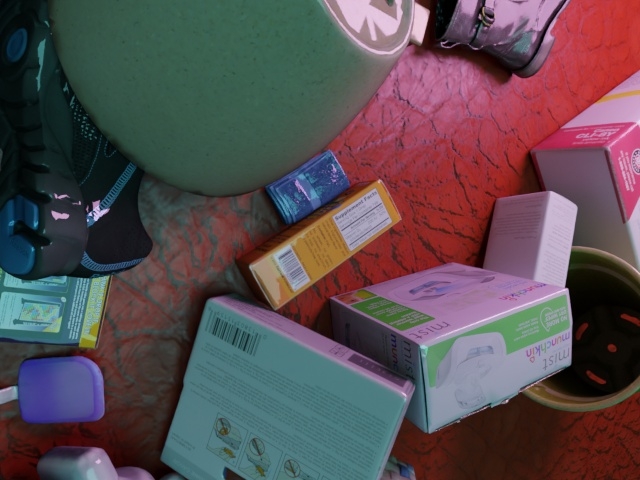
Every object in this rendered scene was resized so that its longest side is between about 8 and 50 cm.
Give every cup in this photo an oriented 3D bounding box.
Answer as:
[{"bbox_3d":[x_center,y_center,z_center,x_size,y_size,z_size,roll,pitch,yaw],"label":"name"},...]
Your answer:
[{"bbox_3d":[-0.050,-0.223,0.457,0.331,0.237,0.331,7,81,-47],"label":"cup"}]

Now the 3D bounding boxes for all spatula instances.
[{"bbox_3d":[-0.404,0.183,0.508,0.296,0.030,0.084,-1,96,-26],"label":"spatula"}]

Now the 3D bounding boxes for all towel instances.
[{"bbox_3d":[-0.016,-0.077,0.662,0.119,0.029,0.067,-34,97,-19],"label":"towel"}]

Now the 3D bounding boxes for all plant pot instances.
[{"bbox_3d":[0.499,0.179,0.845,0.254,0.276,0.276,23,86,-38],"label":"plant pot"}]

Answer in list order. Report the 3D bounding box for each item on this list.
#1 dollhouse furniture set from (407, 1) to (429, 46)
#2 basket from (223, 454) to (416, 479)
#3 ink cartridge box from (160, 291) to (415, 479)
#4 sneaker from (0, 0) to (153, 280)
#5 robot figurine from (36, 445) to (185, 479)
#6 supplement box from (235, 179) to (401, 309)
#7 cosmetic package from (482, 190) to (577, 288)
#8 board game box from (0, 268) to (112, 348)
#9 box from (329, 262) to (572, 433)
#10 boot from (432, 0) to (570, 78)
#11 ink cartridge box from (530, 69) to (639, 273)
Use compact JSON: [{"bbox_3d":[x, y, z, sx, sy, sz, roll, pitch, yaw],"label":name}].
[{"bbox_3d":[0.096,-0.391,0.645,0.182,0.101,0.161,14,90,-27],"label":"dollhouse furniture set"},{"bbox_3d":[-0.012,0.392,0.647,0.289,0.201,0.255,9,91,7],"label":"basket"},{"bbox_3d":[-0.052,0.228,0.575,0.060,0.275,0.239,-6,117,-68],"label":"ink cartridge box"},{"bbox_3d":[-0.265,-0.123,0.486,0.139,0.125,0.341,11,68,-60],"label":"sneaker"},{"bbox_3d":[-0.240,0.410,0.506,0.300,0.199,0.353,-32,103,-51],"label":"robot figurine"},{"bbox_3d":[0.000,0.000,0.660,0.233,0.078,0.080,-32,105,-20],"label":"supplement box"},{"bbox_3d":[0.357,0.038,0.799,0.085,0.117,0.231,19,80,-26],"label":"cosmetic package"},{"bbox_3d":[-0.315,0.031,0.525,0.141,0.048,0.170,12,90,-29],"label":"board game box"},{"bbox_3d":[0.183,0.137,0.680,0.262,0.231,0.127,-13,102,-24],"label":"box"},{"bbox_3d":[0.300,-0.412,0.750,0.229,0.091,0.263,13,93,-27],"label":"boot"},{"bbox_3d":[0.637,-0.151,0.906,0.384,0.160,0.279,-35,110,-18],"label":"ink cartridge box"}]
